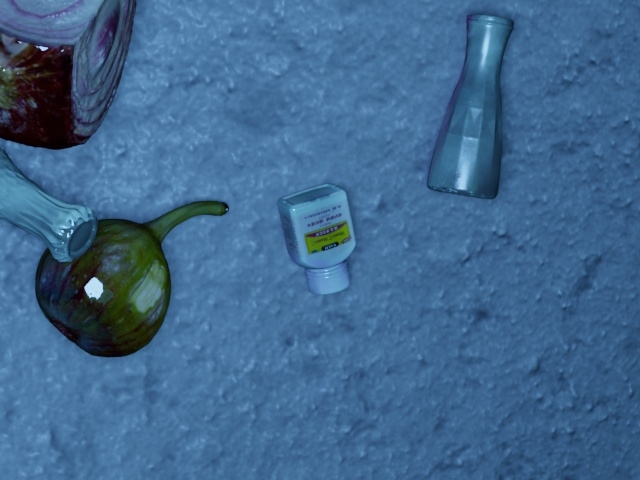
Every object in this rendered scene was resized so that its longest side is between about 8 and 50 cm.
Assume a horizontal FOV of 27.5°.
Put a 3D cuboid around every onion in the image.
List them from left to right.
[{"bbox_3d":[-0.300,-0.204,1.287,0.206,0.216,0.207,20,136,4],"label":"onion"}]

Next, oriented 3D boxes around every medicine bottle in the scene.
[{"bbox_3d":[0.000,0.000,1.537,0.074,0.055,0.118,-18,110,-20],"label":"medicine bottle"}]

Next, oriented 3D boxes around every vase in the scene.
[{"bbox_3d":[-0.298,-0.035,1.343,0.081,0.148,0.081,-47,154,-32],"label":"vase"},{"bbox_3d":[0.185,-0.160,1.564,0.086,0.086,0.214,7,96,-24],"label":"vase"}]

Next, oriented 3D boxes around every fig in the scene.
[{"bbox_3d":[-0.193,0.017,1.430,0.245,0.149,0.149,-43,116,-25],"label":"fig"}]
